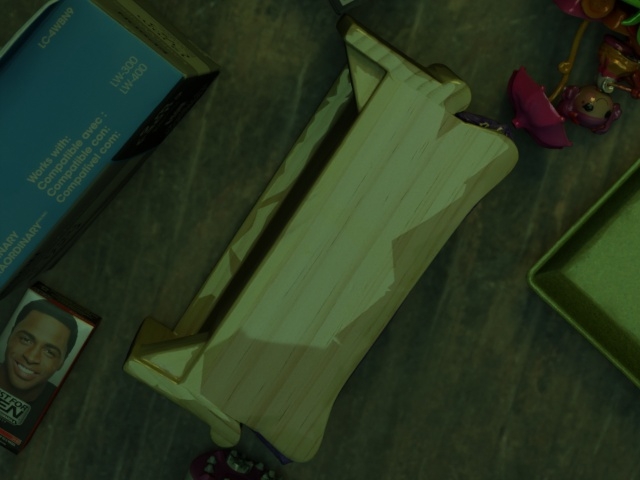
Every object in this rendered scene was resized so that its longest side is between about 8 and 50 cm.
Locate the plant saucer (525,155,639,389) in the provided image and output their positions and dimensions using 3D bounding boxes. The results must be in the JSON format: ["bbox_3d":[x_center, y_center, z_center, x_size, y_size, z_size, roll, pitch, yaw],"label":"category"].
[{"bbox_3d":[0.308,0.026,1.358,0.188,0.045,0.188,43,97,-5],"label":"plant saucer"}]

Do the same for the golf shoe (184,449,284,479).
[{"bbox_3d":[-0.018,0.324,1.395,0.306,0.115,0.140,38,109,3],"label":"golf shoe"}]

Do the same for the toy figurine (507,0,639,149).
[{"bbox_3d":[0.234,-0.149,1.318,0.173,0.130,0.159,17,115,-25],"label":"toy figurine"}]

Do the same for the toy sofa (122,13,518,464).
[{"bbox_3d":[0.000,0.000,1.313,0.177,0.150,0.362,32,99,-8],"label":"toy sofa"}]

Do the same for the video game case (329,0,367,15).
[{"bbox_3d":[0.086,-0.330,1.250,0.274,0.026,0.196,-26,109,16],"label":"video game case"}]

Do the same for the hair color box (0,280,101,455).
[{"bbox_3d":[-0.266,0.115,1.394,0.072,0.043,0.141,31,98,-2],"label":"hair color box"}]

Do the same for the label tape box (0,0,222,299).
[{"bbox_3d":[-0.214,-0.072,1.209,0.115,0.347,0.249,42,98,-5],"label":"label tape box"}]
